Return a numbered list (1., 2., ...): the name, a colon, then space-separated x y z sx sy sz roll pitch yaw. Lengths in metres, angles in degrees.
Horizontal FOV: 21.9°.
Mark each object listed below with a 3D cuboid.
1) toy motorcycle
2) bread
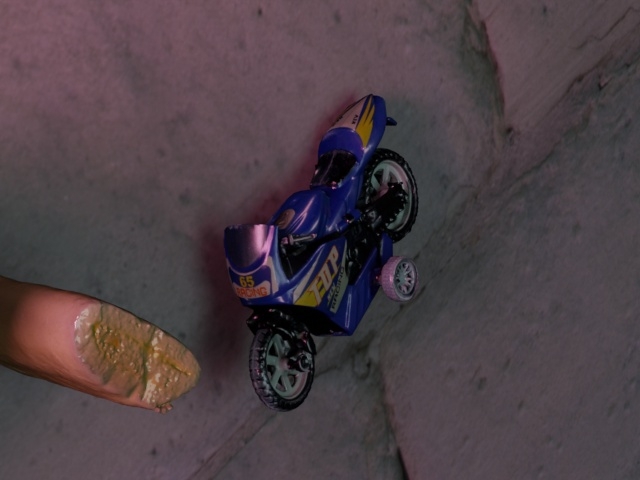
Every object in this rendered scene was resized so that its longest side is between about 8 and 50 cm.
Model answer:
1. toy motorcycle: 0.000 0.000 1.495 0.169 0.113 0.315 58 46 -31
2. bread: -0.195 0.071 1.212 0.139 0.178 0.060 35 71 -48
